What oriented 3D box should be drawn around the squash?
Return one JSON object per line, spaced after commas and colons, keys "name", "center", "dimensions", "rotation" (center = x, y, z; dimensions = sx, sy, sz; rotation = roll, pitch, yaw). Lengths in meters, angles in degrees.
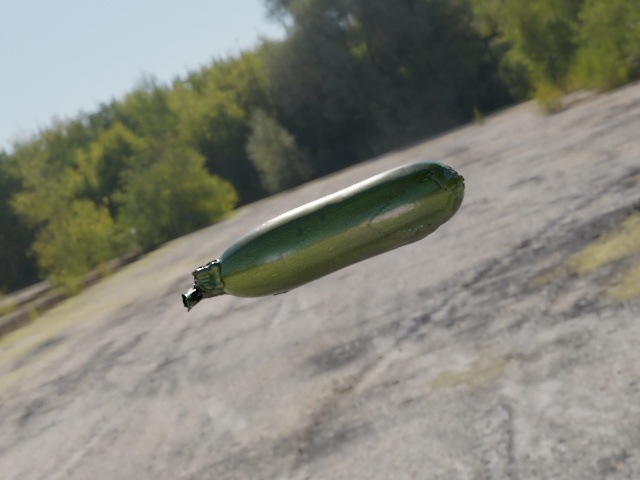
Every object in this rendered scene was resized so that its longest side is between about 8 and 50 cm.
{"name": "squash", "center": [0.000, -0.002, 1.222], "dimensions": [0.331, 0.087, 0.087], "rotation": [-22, 4, 5]}
